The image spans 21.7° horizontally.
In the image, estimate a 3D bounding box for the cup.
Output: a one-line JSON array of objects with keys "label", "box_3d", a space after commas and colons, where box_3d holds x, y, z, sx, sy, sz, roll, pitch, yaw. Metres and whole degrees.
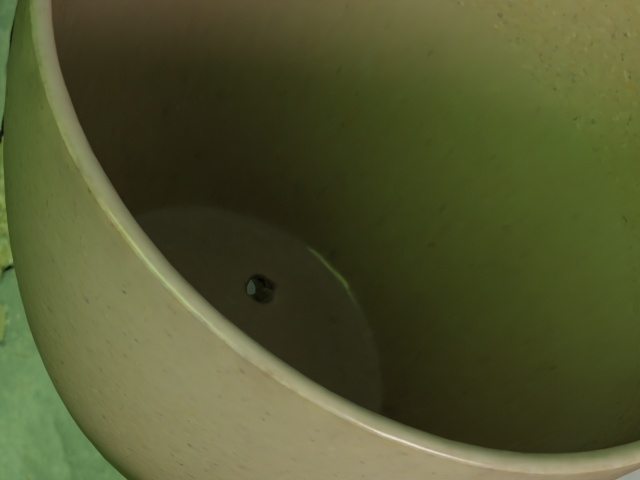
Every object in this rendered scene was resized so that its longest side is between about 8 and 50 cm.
[{"label": "cup", "box_3d": [0.000, 0.000, 0.734, 0.331, 0.331, 0.237, 56, 140, 16]}]
